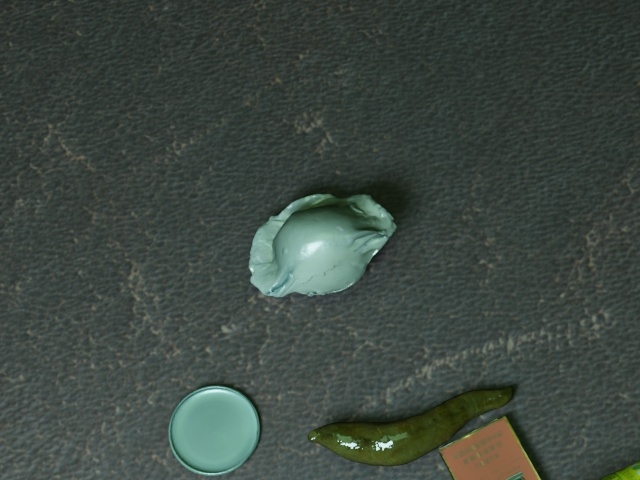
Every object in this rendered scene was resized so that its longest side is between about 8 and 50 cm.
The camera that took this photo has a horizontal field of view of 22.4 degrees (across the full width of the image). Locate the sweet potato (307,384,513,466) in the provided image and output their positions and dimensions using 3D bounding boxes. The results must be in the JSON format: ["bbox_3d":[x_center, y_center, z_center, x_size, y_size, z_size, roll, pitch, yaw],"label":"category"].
[{"bbox_3d":[0.111,0.221,1.871,0.249,0.059,0.069,-14,55,-5],"label":"sweet potato"}]

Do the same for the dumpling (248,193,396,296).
[{"bbox_3d":[0.000,0.000,1.951,0.188,0.108,0.127,-24,41,10],"label":"dumpling"}]

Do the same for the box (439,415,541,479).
[{"bbox_3d":[0.204,0.278,1.856,0.090,0.023,0.133,-26,67,-3],"label":"box"}]

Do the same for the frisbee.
[{"bbox_3d":[-0.125,0.225,1.912,0.110,0.014,0.110,-1,69,4],"label":"frisbee"}]

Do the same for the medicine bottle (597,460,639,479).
[{"bbox_3d":[0.326,0.329,1.760,0.258,0.143,0.143,-25,68,-4],"label":"medicine bottle"}]
